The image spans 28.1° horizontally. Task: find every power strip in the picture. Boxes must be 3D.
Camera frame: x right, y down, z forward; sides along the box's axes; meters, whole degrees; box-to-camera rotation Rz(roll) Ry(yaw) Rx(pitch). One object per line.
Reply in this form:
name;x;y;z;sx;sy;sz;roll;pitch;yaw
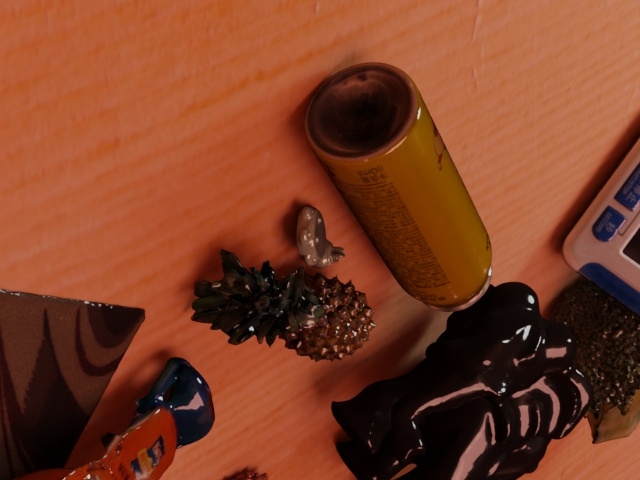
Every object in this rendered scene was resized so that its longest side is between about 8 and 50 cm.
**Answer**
power strip;0.000;0.000;1.171;0.083;0.035;0.055;64;29;-62

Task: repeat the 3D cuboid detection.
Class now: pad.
pad;-0.285;0.184;1.036;0.220;0.004;0.330;12;111;-54

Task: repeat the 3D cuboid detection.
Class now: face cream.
face cream;0.090;-0.027;1.203;0.105;0.105;0.348;-47;146;-8

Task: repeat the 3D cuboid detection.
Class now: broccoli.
broccoli;0.434;0.166;1.724;0.252;0.221;0.361;-46;157;2

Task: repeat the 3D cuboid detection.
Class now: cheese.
cheese;-0.197;0.243;1.079;0.329;0.129;0.217;-54;157;-32

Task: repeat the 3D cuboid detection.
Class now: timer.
timer;0.425;-0.032;1.540;0.253;0.178;0.078;-53;175;3

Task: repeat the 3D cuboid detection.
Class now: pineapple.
pineapple;-0.025;0.064;1.166;0.221;0.103;0.083;20;81;-58

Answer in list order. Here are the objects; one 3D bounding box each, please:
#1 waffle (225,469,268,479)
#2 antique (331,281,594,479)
waffle;-0.087;0.276;1.337;0.083;0.029;0.075;-21;135;-42
antique;0.155;0.189;1.403;0.255;0.185;0.322;-36;156;-11
